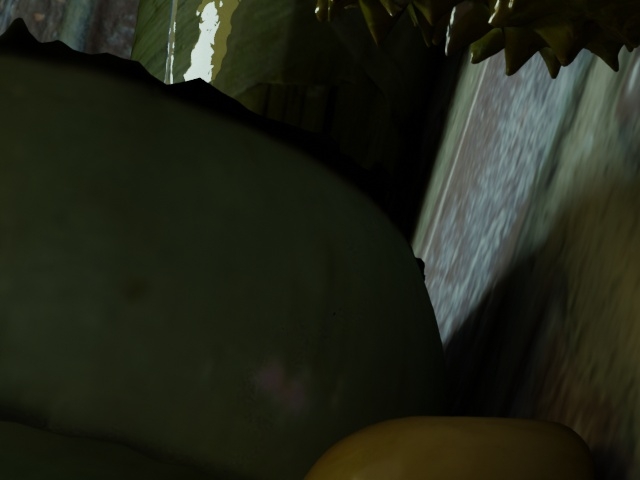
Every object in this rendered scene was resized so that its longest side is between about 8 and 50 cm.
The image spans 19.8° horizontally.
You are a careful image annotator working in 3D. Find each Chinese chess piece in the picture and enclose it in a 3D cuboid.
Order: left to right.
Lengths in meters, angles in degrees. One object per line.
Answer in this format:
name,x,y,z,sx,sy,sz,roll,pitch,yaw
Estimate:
Chinese chess piece,-0.122,0.058,0.746,0.349,0.349,0.146,118,161,-62

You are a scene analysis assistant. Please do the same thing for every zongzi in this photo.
zongzi,0.014,-0.099,0.962,0.360,0.160,0.323,-33,53,55

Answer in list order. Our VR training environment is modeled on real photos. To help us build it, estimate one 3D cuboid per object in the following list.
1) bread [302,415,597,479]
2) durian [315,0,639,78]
bread,0.009,0.197,0.523,0.142,0.091,0.305,136,147,-67
durian,0.049,-0.130,0.566,0.182,0.165,0.132,-38,37,52
